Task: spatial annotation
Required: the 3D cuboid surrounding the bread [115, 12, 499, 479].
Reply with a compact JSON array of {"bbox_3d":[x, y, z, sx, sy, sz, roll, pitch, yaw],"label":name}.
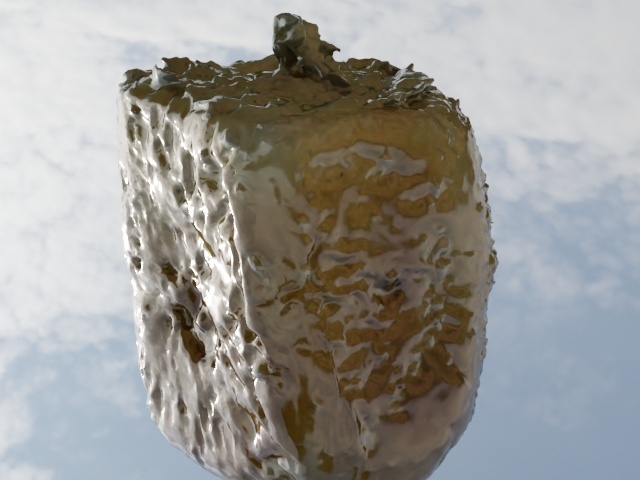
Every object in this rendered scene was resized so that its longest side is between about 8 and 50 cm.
[{"bbox_3d":[0.000,0.000,0.551,0.176,0.246,0.195,-17,-157,-34],"label":"bread"}]
